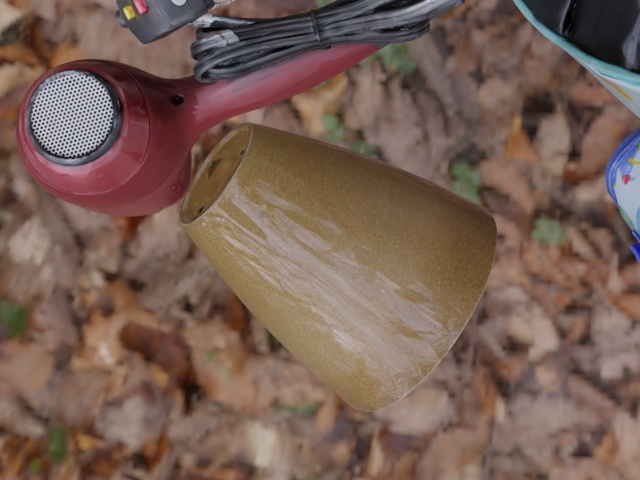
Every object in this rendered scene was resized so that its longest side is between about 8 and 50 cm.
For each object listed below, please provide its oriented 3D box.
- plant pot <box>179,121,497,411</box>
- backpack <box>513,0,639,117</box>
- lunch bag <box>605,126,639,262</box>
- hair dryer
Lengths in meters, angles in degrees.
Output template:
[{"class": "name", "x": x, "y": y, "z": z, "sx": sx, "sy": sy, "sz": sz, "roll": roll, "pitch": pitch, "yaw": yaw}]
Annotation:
[{"class": "plant pot", "x": 0.000, "y": 0.000, "z": 1.835, "sx": 0.254, "sy": 0.237, "sz": 0.237, "roll": 34, "pitch": 127, "yaw": -19}, {"class": "backpack", "x": 0.156, "y": -0.104, "z": 0.565, "sx": 0.188, "sy": 0.166, "sz": 0.144, "roll": -50, "pitch": 131, "yaw": -2}, {"class": "lunch bag", "x": 0.287, "y": -0.021, "z": 1.185, "sx": 0.176, "sy": 0.090, "sz": 0.219, "roll": -40, "pitch": 133, "yaw": 8}, {"class": "hair dryer", "x": -0.049, "y": -0.069, "z": 1.003, "sx": 0.224, "sy": 0.080, "sz": 0.293, "roll": -5, "pitch": 166, "yaw": -31}]
